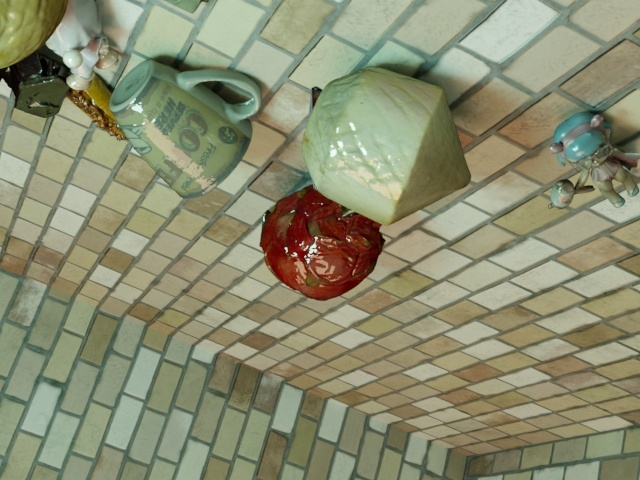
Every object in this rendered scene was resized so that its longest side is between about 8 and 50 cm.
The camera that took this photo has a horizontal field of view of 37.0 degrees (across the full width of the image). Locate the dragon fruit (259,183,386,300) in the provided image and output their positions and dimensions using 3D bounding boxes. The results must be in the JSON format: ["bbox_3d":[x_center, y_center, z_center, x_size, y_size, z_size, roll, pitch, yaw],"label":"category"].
[{"bbox_3d":[0.000,0.000,2.258,0.277,0.277,0.342,31,140,-27],"label":"dragon fruit"}]

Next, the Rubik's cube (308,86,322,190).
[{"bbox_3d":[0.001,-0.241,2.031,0.178,0.211,0.190,13,131,62],"label":"Rubik's cube"}]

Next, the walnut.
[{"bbox_3d":[-0.583,-0.456,1.630,0.332,0.333,0.333,14,155,7],"label":"walnut"}]

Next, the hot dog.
[{"bbox_3d":[-0.505,-0.303,2.185,0.102,0.076,0.249,6,154,31],"label":"hot dog"}]

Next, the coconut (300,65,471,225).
[{"bbox_3d":[0.134,-0.171,1.816,0.328,0.329,0.329,14,155,7],"label":"coconut"}]

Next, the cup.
[{"bbox_3d":[-0.275,-0.264,1.993,0.301,0.227,0.257,-32,128,22],"label":"cup"}]

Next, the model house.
[{"bbox_3d":[-0.629,-0.374,2.079,0.141,0.164,0.203,-10,167,-34],"label":"model house"}]

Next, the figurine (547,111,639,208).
[{"bbox_3d":[0.510,-0.140,1.820,0.205,0.103,0.260,-30,138,25],"label":"figurine"}]

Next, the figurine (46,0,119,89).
[{"bbox_3d":[-0.485,-0.412,1.880,0.133,0.200,0.276,-27,153,-4],"label":"figurine"}]

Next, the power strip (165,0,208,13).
[{"bbox_3d":[-0.330,-0.494,1.711,0.285,0.048,0.080,24,154,-12],"label":"power strip"}]
